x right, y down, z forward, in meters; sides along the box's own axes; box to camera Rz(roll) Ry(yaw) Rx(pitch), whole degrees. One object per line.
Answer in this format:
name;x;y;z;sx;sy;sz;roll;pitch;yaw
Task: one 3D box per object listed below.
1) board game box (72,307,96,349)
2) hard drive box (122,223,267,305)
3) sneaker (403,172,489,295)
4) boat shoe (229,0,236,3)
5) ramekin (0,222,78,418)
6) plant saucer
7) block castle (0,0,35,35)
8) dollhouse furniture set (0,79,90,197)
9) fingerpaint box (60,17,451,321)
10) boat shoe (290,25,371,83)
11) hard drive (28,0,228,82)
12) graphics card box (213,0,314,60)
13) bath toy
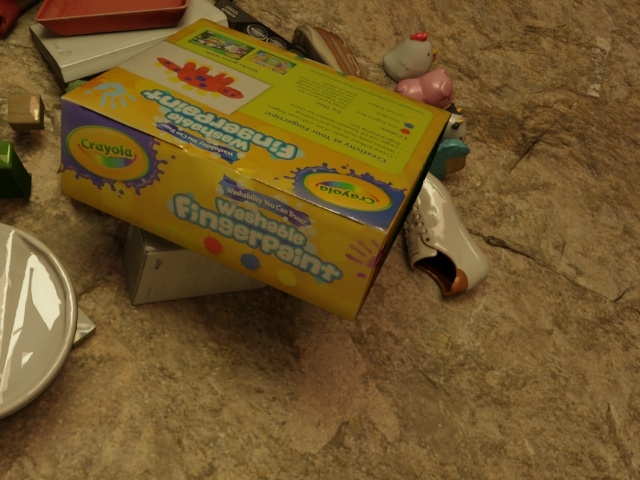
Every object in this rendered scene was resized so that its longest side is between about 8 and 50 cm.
board game box;-0.424;0.109;1.014;0.154;0.026;0.103;44;54;7
hard drive box;-0.179;0.014;1.079;0.232;0.181;0.089;-6;63;-26
sneaker;0.198;-0.026;1.306;0.123;0.106;0.290;-26;74;-35
boat shoe;-0.249;-0.603;1.474;0.079;0.095;0.254;-12;65;-30
ramekin;-0.456;0.118;0.907;0.273;0.127;0.273;4;68;-9
plant saucer;-0.361;-0.448;1.258;0.259;0.048;0.258;-6;42;-1
block castle;-0.591;-0.582;1.105;0.303;0.453;0.213;31;47;-4
dollhouse furniture set;-0.400;-0.181;1.062;0.301;0.151;0.197;-2;76;-10
fingerpaint box;-0.077;-0.128;1.000;0.445;0.163;0.371;23;38;8
boat shoe;0.054;-0.321;1.418;0.116;0.123;0.324;-15;69;-32
hard drive;-0.351;-0.386;1.255;0.307;0.040;0.203;-25;45;-22
graphics card box;-0.199;-0.288;1.307;0.233;0.094;0.371;35;52;1
bath toy;0.230;-0.307;1.477;0.151;0.129;0.348;4;59;-21
